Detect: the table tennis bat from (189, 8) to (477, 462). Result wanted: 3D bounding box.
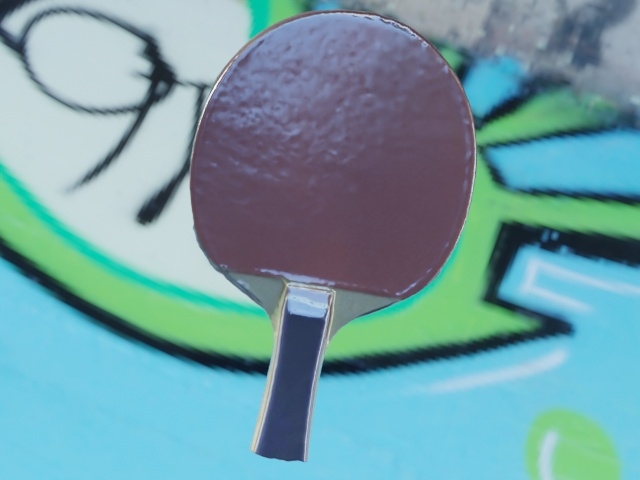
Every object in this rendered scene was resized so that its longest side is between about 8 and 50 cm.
[{"bbox_3d":[0.000,0.000,0.574,0.095,0.014,0.158,9,105,-7],"label":"table tennis bat"}]
